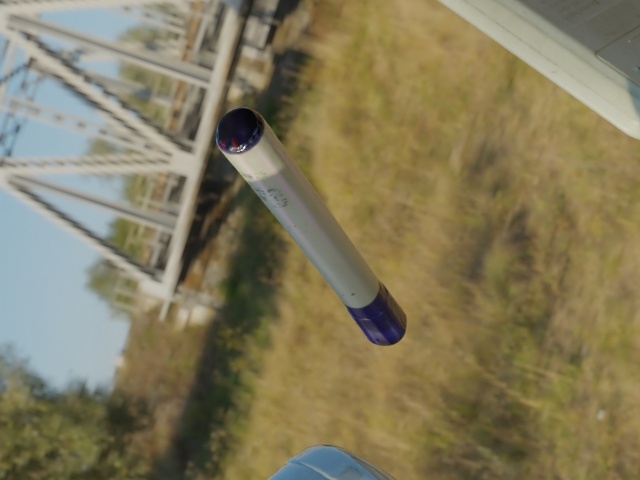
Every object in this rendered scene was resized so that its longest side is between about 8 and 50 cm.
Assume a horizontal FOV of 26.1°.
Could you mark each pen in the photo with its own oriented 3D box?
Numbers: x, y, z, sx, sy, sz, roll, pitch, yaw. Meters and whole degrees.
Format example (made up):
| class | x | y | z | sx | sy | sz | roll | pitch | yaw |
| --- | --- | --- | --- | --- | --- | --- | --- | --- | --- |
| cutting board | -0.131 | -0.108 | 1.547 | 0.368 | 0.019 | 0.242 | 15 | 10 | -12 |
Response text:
| class | x | y | z | sx | sy | sz | roll | pitch | yaw |
| --- | --- | --- | --- | --- | --- | --- | --- | --- | --- |
| pen | 0.000 | -0.001 | 0.858 | 0.269 | 0.033 | 0.033 | 52 | -131 | -55 |

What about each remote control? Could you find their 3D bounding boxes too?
| class | x | y | z | sx | sy | sz | roll | pitch | yaw |
| --- | --- | --- | --- | --- | --- | --- | --- | --- | --- |
| remote control | 0.112 | -0.118 | 0.683 | 0.087 | 0.190 | 0.029 | -33 | -26 | -43 |

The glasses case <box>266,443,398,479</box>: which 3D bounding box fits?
| class | x | y | z | sx | sy | sz | roll | pitch | yaw |
| --- | --- | --- | --- | --- | --- | --- | --- | --- | --- |
| glasses case | 0.041 | 0.131 | 0.368 | 0.045 | 0.178 | 0.067 | -35 | 14 | -19 |
